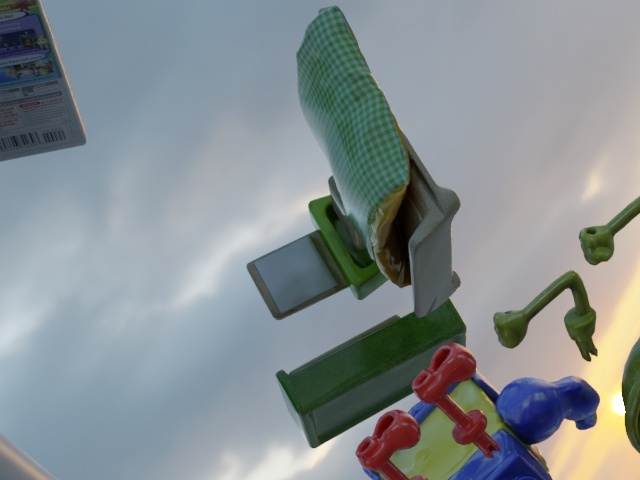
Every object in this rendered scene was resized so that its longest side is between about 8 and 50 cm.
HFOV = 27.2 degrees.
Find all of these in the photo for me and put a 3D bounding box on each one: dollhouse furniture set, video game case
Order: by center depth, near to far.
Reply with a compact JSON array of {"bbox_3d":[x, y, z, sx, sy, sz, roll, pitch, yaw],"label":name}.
[{"bbox_3d":[0.000,0.000,1.009,0.151,0.197,0.301,-26,-26,-7],"label":"dollhouse furniture set"},{"bbox_3d":[-0.329,-0.138,1.145,0.193,0.212,0.023,80,179,-47],"label":"video game case"}]

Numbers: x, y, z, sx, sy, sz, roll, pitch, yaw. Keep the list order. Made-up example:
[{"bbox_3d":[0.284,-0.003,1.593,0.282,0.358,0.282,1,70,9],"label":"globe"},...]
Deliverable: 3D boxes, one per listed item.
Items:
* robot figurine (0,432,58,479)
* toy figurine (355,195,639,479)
[{"bbox_3d":[-0.353,0.264,1.222,0.353,0.300,0.199,50,-120,-36],"label":"robot figurine"},{"bbox_3d":[0.101,0.117,0.862,0.362,0.191,0.217,-47,18,0],"label":"toy figurine"}]
